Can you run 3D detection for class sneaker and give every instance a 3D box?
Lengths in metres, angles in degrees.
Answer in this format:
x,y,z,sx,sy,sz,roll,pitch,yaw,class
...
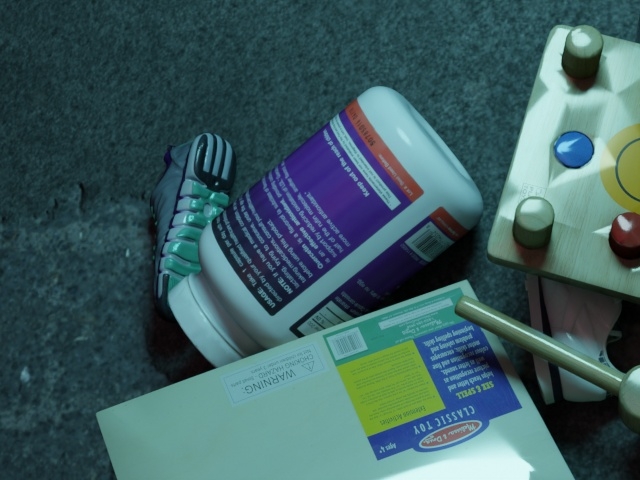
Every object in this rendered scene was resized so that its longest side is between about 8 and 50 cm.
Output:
x,y,z,sx,sy,sz,roll,pitch,yaw,class
-0.159,-0.010,1.890,0.098,0.083,0.224,-6,64,47,sneaker
0.253,0.048,1.657,0.094,0.090,0.235,-8,73,11,sneaker

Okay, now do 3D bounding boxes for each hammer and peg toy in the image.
x,y,z,sx,sy,sz,roll,pitch,yaw,class
0.289,-0.017,1.567,0.266,0.127,0.361,16,74,9,hammer and peg toy

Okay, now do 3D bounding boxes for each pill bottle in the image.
x,y,z,sx,sy,sz,roll,pitch,yaw,class
0.000,0.000,1.732,0.323,0.181,0.181,-39,60,10,pill bottle

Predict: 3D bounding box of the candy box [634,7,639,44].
x,y,z,sx,sy,sz,roll,pitch,yaw,class
0.441,-0.230,1.654,0.233,0.071,0.159,4,75,28,candy box

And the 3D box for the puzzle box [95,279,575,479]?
x,y,z,sx,sy,sz,roll,pitch,yaw,class
0.012,0.216,1.609,0.408,0.052,0.272,-19,52,-8,puzzle box
